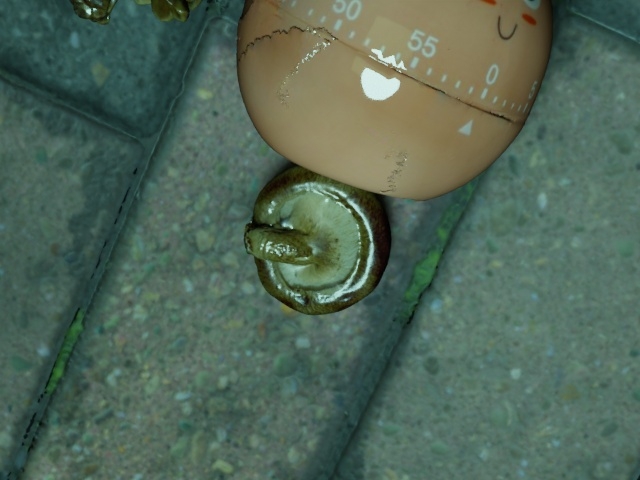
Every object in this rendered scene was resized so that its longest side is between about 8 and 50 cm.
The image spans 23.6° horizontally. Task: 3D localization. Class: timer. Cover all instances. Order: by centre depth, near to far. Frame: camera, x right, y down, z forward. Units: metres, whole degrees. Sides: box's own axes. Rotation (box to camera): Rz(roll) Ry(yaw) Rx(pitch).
[{"bbox_3d":[0.054,-0.149,1.129,0.229,0.229,0.215,20,102,3],"label":"timer"}]

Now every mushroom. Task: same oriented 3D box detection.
[{"bbox_3d":[0.000,0.000,1.251,0.127,0.087,0.127,4,108,12],"label":"mushroom"}]

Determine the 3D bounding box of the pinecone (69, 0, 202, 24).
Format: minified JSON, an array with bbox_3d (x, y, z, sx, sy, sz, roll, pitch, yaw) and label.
[{"bbox_3d":[-0.118,-0.258,1.160,0.185,0.168,0.212,23,95,17],"label":"pinecone"}]
